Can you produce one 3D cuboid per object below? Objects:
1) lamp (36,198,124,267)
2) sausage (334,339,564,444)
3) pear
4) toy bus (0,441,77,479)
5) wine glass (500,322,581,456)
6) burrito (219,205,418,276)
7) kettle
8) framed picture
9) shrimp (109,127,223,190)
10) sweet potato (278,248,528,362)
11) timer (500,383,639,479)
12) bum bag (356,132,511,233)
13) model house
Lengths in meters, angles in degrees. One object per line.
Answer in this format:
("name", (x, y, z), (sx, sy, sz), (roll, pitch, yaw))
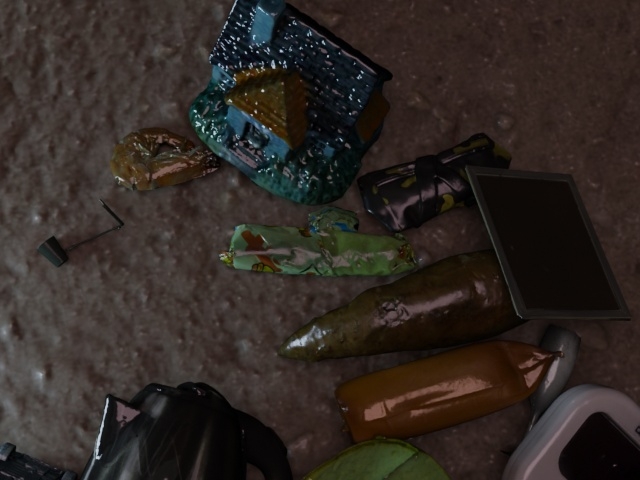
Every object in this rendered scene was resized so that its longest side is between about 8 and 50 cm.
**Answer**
("lamp", (-0.349, -0.005, 1.720), (0.121, 0.041, 0.054), (-40, 92, -4))
("sausage", (0.182, 0.206, 1.660), (0.328, 0.112, 0.112), (-15, 82, -4))
("pear", (0.073, 0.413, 1.616), (0.288, 0.139, 0.239), (-38, 108, 3))
("toy bus", (-0.413, 0.361, 1.554), (0.113, 0.246, 0.134), (23, 92, 2))
("wine glass", (0.319, 0.220, 1.689), (0.066, 0.066, 0.198), (22, 78, 2))
("burrito", (0.000, 0.000, 1.720), (0.287, 0.054, 0.104), (4, 79, 0))
("kettle", (-0.180, 0.357, 1.591), (0.320, 0.228, 0.324), (24, 75, -24))
("framed picture", (0.318, 0.005, 1.666), (0.197, 0.014, 0.252), (3, 56, -28))
("shrimp", (-0.221, -0.123, 1.744), (0.180, 0.041, 0.099), (-7, 66, -2))
("sweet potato", (0.144, 0.100, 1.666), (0.422, 0.130, 0.131), (-16, 82, -4))
("timer", (0.381, 0.340, 1.630), (0.262, 0.087, 0.237), (44, 79, -16))
("bum bag", (0.174, -0.083, 1.731), (0.232, 0.060, 0.107), (-19, 75, -5))
("model house", (-0.029, -0.215, 1.648), (0.261, 0.241, 0.226), (33, 69, 3))
